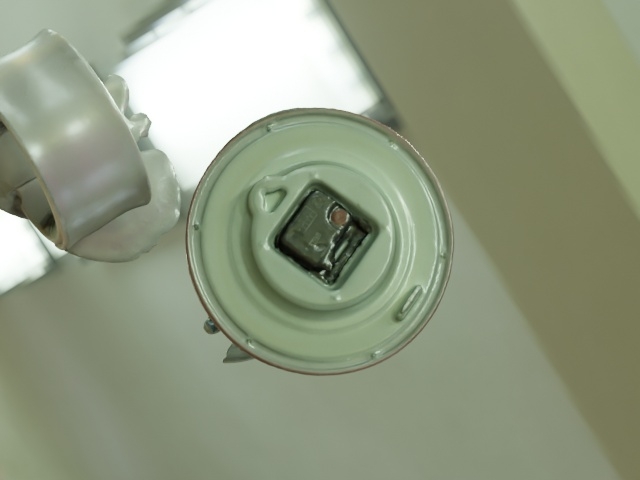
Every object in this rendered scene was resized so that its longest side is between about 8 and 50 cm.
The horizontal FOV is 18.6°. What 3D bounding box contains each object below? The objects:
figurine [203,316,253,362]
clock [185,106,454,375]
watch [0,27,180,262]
[{"bbox_3d":[-0.076,0.075,1.911,0.082,0.086,0.094,54,5,9],"label":"figurine"},{"bbox_3d":[0.000,0.000,1.746,0.244,0.244,0.056,55,-12,5],"label":"clock"},{"bbox_3d":[-0.239,-0.090,1.961,0.244,0.196,0.231,58,-18,-2],"label":"watch"}]
